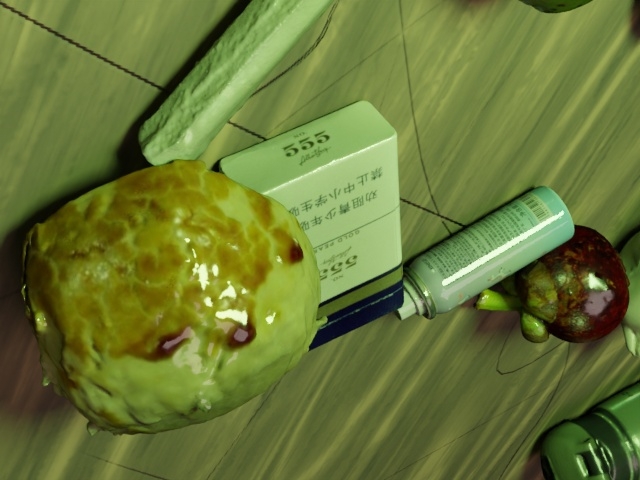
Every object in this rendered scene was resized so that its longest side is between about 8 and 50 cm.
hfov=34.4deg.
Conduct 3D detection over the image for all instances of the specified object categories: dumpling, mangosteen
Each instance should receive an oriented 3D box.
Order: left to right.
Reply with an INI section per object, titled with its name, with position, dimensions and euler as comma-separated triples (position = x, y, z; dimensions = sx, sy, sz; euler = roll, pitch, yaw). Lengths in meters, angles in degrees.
[mangosteen]
position = 0.293, 0.069, 1.279
dimensions = 0.181, 0.146, 0.156
euler = -33, 144, -4
[dumpling]
position = 0.482, 0.041, 1.415
dimensions = 0.193, 0.147, 0.258
euler = -46, 148, -43

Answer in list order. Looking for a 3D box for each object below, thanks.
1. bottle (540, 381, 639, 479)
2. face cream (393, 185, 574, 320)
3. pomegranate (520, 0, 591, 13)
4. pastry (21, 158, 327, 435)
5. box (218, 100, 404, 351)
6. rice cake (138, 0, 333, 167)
[bottle]
position = 0.531, 0.323, 1.714
dimensions = 0.346, 0.168, 0.169
euler = -18, 138, -16
[face cream]
position = 0.181, 0.021, 1.202
dimensions = 0.229, 0.075, 0.075
euler = -29, 141, -9
[pomegranate]
position = 0.195, -0.279, 0.894
dimensions = 0.138, 0.163, 0.125
euler = 5, 167, -22
[pastry]
position = -0.126, 0.070, 0.897
dimensions = 0.255, 0.170, 0.237
euler = -14, 140, 4
[box]
position = 0.000, 0.000, 1.043
dimensions = 0.168, 0.071, 0.259
euler = -24, 141, -16
[rice cake]
position = -0.054, -0.161, 0.853
dimensions = 0.256, 0.052, 0.057
euler = -47, 145, 13
